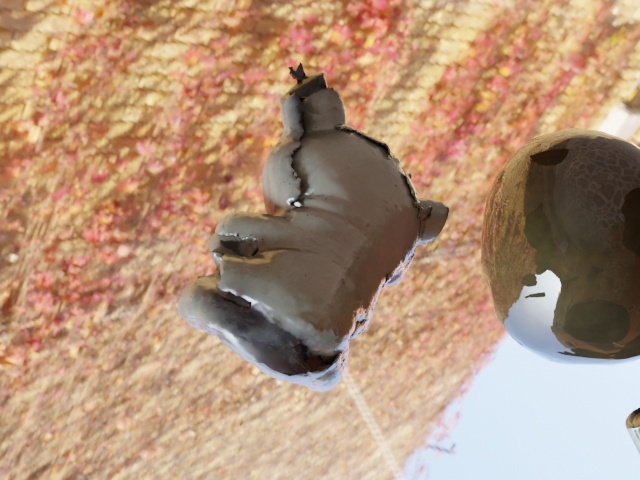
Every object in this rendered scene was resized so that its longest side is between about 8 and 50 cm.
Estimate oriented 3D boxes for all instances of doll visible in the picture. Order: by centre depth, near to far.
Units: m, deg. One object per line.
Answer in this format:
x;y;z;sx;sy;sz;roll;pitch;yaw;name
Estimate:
0.000;0.000;0.620;0.149;0.095;0.192;37;-120;-18;doll

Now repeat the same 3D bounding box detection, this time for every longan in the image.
0.204;0.008;0.743;0.189;0.189;0.189;22;-151;-13;longan

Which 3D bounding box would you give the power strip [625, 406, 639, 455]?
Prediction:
0.330;0.234;0.753;0.034;0.092;0.268;-35;-80;-55;power strip
